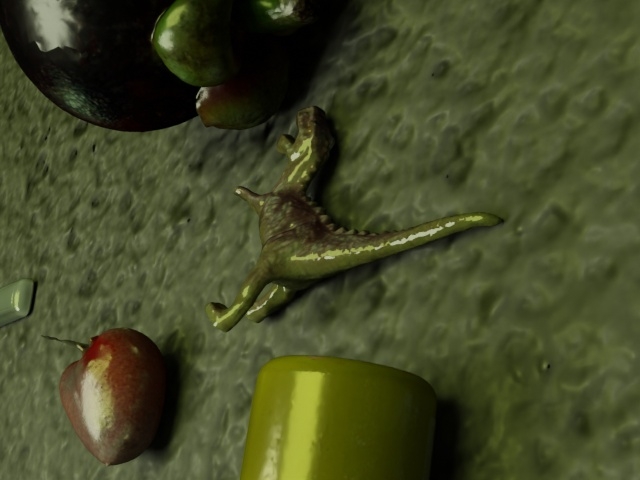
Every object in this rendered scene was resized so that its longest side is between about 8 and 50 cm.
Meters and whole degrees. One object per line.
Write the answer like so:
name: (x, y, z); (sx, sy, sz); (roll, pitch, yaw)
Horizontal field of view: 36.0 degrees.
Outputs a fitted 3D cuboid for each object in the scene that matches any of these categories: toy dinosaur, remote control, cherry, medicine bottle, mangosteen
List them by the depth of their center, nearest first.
medicine bottle: (0.004, 0.188, 0.625); (0.121, 0.121, 0.213); (-10, 65, 47)
toy dinosaur: (-0.004, -0.003, 0.775); (0.200, 0.072, 0.251); (-50, 30, 5)
mangosteen: (-0.142, -0.248, 0.901); (0.300, 0.300, 0.300); (-25, 54, 41)
cherry: (-0.192, 0.142, 0.912); (0.106, 0.087, 0.126); (-15, 79, 38)
remote control: (-0.420, 0.088, 1.259); (0.184, 0.027, 0.050); (-21, 57, 44)
